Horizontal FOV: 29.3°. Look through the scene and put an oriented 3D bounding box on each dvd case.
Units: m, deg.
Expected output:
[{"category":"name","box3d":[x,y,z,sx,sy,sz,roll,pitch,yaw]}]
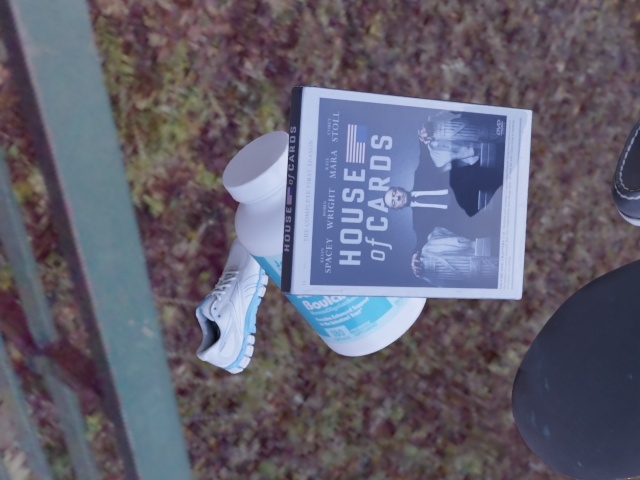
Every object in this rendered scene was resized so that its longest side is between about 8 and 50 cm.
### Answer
[{"category":"dvd case","box3d":[0.081,-0.038,1.090,0.238,0.029,0.179,2,92,-27]}]

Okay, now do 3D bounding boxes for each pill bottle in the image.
[{"category":"pill bottle","box3d":[0.000,0.000,1.409,0.146,0.146,0.264,-48,119,-15]}]

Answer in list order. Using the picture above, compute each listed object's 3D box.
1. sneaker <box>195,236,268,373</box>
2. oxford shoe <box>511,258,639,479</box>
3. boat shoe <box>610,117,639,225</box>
[{"category":"sneaker","box3d":[-0.128,0.081,1.675,0.083,0.071,0.191,17,73,-37]},{"category":"oxford shoe","box3d":[0.156,0.020,0.447,0.076,0.076,0.212,-20,159,-52]},{"category":"boat shoe","box3d":[0.357,-0.155,1.009,0.335,0.112,0.095,-42,125,7]}]
